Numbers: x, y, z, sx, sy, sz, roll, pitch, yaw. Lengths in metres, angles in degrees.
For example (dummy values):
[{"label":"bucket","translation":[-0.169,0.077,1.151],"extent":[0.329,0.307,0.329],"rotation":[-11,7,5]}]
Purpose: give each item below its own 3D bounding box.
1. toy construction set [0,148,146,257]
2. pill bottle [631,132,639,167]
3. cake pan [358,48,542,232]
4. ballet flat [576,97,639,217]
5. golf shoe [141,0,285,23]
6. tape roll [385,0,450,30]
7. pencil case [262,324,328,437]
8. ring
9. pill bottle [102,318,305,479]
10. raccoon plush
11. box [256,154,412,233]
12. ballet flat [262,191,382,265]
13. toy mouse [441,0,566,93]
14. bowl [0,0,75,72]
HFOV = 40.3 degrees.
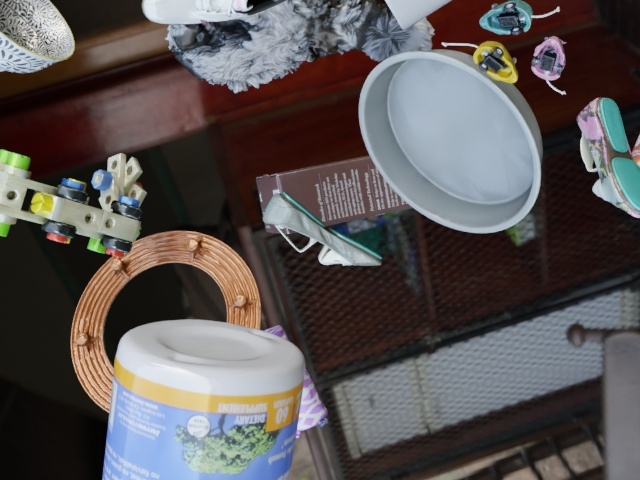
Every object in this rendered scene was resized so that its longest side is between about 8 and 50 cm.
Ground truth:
[{"label":"toy construction set","translation":[-0.397,-0.060,1.340],"extent":[0.215,0.327,0.151],"rotation":[14,102,42]},{"label":"pill bottle","translation":[0.669,-0.184,1.670],"extent":[0.121,0.121,0.216],"rotation":[93,-158,-78]},{"label":"cake pan","translation":[0.186,-0.143,1.225],"extent":[0.293,0.054,0.293],"rotation":[29,144,24]},{"label":"ballet flat","translation":[0.451,-0.119,1.360],"extent":[0.079,0.076,0.222],"rotation":[-45,47,48]},{"label":"golf shoe","translation":[-0.121,-0.298,1.046],"extent":[0.086,0.186,0.068],"rotation":[46,150,51]},{"label":"tape roll","translation":[0.086,-0.341,0.796],"extent":[0.246,0.169,0.246],"rotation":[57,-168,-18]},{"label":"pencil case","translation":[-0.067,0.259,1.608],"extent":[0.086,0.088,0.206],"rotation":[-27,92,51]},{"label":"ring","translation":[-0.261,0.134,1.437],"extent":[0.032,0.336,0.337],"rotation":[62,-172,-64]},{"label":"pill bottle","translation":[-0.103,0.213,0.714],"extent":[0.152,0.152,0.272],"rotation":[-127,44,-78]},{"label":"raccoon plush","translation":[-0.077,-0.379,1.343],"extent":[0.216,0.446,0.299],"rotation":[-57,32,36]},{"label":"box","translation":[0.067,-0.116,1.949],"extent":[0.191,0.381,0.143],"rotation":[-173,74,-73]},{"label":"ballet flat","translation":[0.000,0.000,1.420],"extent":[0.213,0.068,0.072],"rotation":[33,-177,-15]},{"label":"toy mouse","translation":[0.246,-0.241,1.037],"extent":[0.161,0.031,0.143],"rotation":[33,148,-2]},{"label":"bowl","translation":[-0.402,-0.266,1.095],"extent":[0.170,0.080,0.170],"rotation":[42,-158,-21]}]
